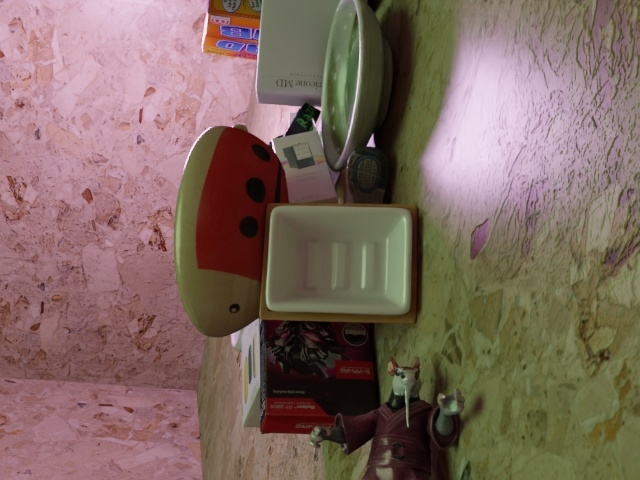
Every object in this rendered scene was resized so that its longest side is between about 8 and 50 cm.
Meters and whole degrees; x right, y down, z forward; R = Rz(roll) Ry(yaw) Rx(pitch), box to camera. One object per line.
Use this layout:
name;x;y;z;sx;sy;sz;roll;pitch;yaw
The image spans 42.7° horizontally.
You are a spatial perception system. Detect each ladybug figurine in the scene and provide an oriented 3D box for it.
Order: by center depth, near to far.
ladybug figurine;-0.164;-0.030;1.642;0.305;0.162;0.449;35;-126;-64

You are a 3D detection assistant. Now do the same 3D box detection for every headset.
headset;-0.132;-0.202;2.179;0.394;0.185;0.243;-61;1;35

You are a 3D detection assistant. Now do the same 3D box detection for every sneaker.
sneaker;0.094;-0.049;1.756;0.129;0.111;0.297;-21;-58;-88

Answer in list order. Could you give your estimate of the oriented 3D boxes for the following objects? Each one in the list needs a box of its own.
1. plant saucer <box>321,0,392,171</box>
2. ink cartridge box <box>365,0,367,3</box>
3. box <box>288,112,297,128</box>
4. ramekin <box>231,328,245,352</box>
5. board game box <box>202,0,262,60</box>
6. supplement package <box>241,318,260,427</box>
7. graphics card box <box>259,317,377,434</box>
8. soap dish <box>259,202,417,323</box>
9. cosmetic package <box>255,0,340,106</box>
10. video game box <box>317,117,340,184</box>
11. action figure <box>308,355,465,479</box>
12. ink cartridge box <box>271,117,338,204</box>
plant saucer;0.087;-0.352;1.843;0.400;0.100;0.400;-176;90;-79
ink cartridge box;0.101;-0.653;2.027;0.224;0.045;0.223;85;-172;-76
box;-0.076;-0.186;2.424;0.232;0.058;0.322;100;173;-73
ramekin;-0.218;0.255;2.719;0.273;0.127;0.273;-173;90;-75
board game box;-0.146;-0.748;2.399;0.356;0.356;0.356;158;117;-79
supplement package;-0.080;0.302;2.017;0.199;0.198;0.263;113;158;-46
graphics card box;-0.011;0.219;1.722;0.094;0.232;0.371;106;165;-53
soap dish;0.037;0.046;1.559;0.118;0.291;0.229;73;-161;-75
cosmetic package;-0.041;-0.587;2.133;0.161;0.230;0.453;147;126;-87
video game box;0.005;-0.209;2.230;0.187;0.048;0.205;120;154;-53
action figure;0.140;0.364;1.308;0.276;0.248;0.370;50;-136;-47
ink cartridge box;-0.033;-0.114;1.925;0.353;0.119;0.207;-104;3;-51
